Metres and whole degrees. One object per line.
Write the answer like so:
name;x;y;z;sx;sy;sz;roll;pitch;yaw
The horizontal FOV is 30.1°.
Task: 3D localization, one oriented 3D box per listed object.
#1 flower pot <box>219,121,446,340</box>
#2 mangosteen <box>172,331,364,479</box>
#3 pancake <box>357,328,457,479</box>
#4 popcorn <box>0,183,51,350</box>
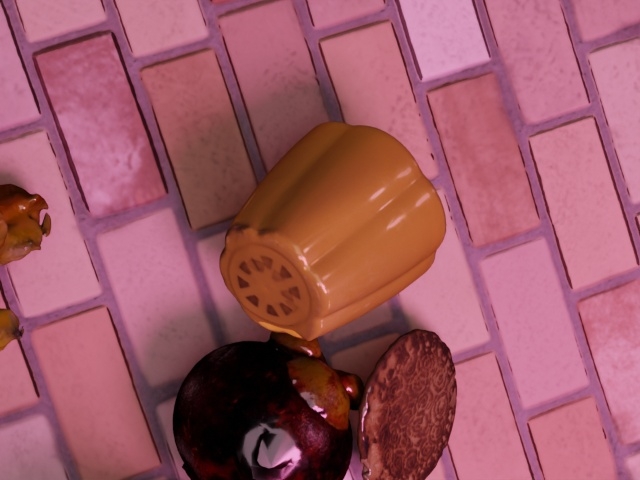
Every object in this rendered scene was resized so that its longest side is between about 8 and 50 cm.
flower pot;0.000;0.000;1.211;0.179;0.195;0.195;-39;100;-40
mangosteen;-0.052;0.191;1.237;0.210;0.210;0.210;0;93;-11
pancake;0.096;0.189;1.292;0.199;0.021;0.199;-18;113;-51
popcorn;-0.415;0.000;1.099;0.290;0.321;0.326;-37;80;-7
